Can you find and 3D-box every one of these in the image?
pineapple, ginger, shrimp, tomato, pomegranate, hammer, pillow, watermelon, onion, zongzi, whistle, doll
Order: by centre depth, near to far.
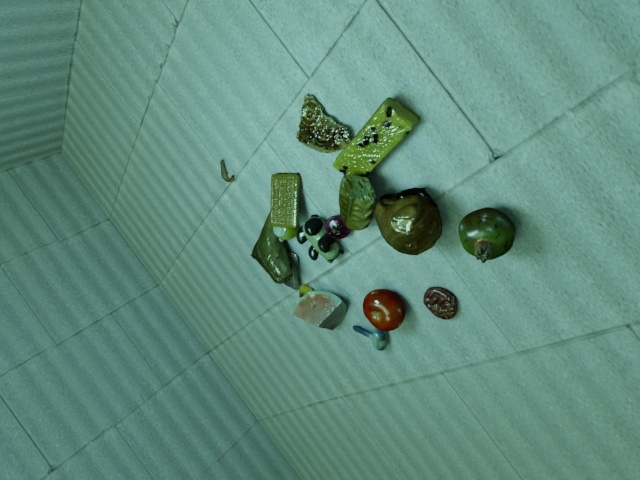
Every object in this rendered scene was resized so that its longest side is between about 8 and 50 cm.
[{"bbox_3d":[0.536,-0.006,1.433,0.180,0.209,0.179,18,136,18],"label":"pomegranate"},{"bbox_3d":[0.309,-0.055,1.603,0.270,0.222,0.200,-14,127,41],"label":"ginger"},{"bbox_3d":[0.075,-0.056,1.902,0.115,0.104,0.115,7,114,16],"label":"onion"},{"bbox_3d":[0.280,0.300,1.922,0.195,0.136,0.194,22,127,33],"label":"tomato"},{"bbox_3d":[0.000,-0.002,1.980,0.234,0.135,0.144,56,147,-2],"label":"doll"},{"bbox_3d":[-0.150,-0.092,2.103,0.123,0.123,0.222,33,113,23],"label":"whistle"},{"bbox_3d":[0.234,0.450,2.119,0.194,0.070,0.116,19,129,39],"label":"hammer"},{"bbox_3d":[-0.213,0.030,2.174,0.274,0.145,0.299,45,128,35],"label":"zongzi"},{"bbox_3d":[-0.008,0.352,2.195,0.260,0.176,0.255,26,132,35],"label":"watermelon"},{"bbox_3d":[-0.487,-0.359,2.277,0.091,0.025,0.126,16,130,35],"label":"shrimp"},{"bbox_3d":[-0.070,0.295,2.293,0.115,0.077,0.114,22,143,36],"label":"pineapple"},{"bbox_3d":[-0.161,0.151,2.297,0.131,0.038,0.232,24,126,40],"label":"pillow"}]

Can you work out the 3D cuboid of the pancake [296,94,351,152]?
[{"bbox_3d":[0.003,-0.467,1.753,0.266,0.057,0.244,-6,103,40],"label":"pancake"}]

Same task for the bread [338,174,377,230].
[{"bbox_3d":[0.142,-0.139,1.728,0.152,0.130,0.267,46,161,21],"label":"bread"}]

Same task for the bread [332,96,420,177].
[{"bbox_3d":[0.192,-0.354,1.601,0.138,0.077,0.361,38,138,-7],"label":"bread"}]

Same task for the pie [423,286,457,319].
[{"bbox_3d":[0.485,0.253,1.779,0.155,0.036,0.154,23,130,30],"label":"pie"}]

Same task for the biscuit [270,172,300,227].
[{"bbox_3d":[-0.166,-0.186,2.021,0.173,0.029,0.254,5,95,39],"label":"biscuit"}]
